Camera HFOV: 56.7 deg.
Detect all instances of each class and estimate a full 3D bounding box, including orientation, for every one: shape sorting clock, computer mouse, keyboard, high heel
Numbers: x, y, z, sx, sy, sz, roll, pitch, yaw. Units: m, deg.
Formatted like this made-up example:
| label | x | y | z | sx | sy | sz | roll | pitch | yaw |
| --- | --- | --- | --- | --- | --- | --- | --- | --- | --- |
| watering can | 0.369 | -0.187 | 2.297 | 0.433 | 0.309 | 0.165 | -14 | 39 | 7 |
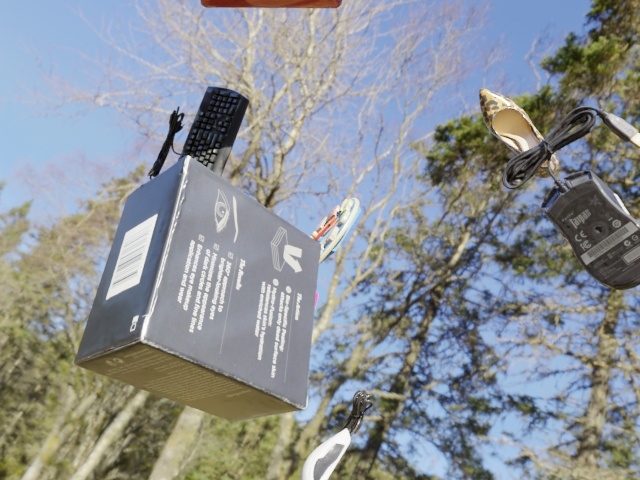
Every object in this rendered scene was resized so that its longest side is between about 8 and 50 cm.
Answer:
| label | x | y | z | sx | sy | sz | roll | pitch | yaw |
| --- | --- | --- | --- | --- | --- | --- | --- | --- | --- |
| shape sorting clock | 0.000 | 0.000 | 1.108 | 0.040 | 0.206 | 0.206 | 42 | -30 | -7 |
| computer mouse | 0.415 | -0.068 | 0.867 | 0.060 | 0.184 | 0.262 | 9 | 40 | -55 |
| computer mouse | 0.015 | 0.316 | 0.897 | 0.042 | 0.193 | 0.106 | 31 | -52 | 13 |
| keyboard | -0.279 | -0.180 | 1.249 | 0.202 | 0.317 | 0.033 | 14 | -11 | 30 |
| high heel | 0.472 | -0.265 | 1.419 | 0.093 | 0.186 | 0.261 | -39 | -86 | 15 |

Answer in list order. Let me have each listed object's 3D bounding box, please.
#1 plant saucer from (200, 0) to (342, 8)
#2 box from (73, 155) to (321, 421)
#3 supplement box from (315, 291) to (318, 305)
| label | x | y | z | sx | sy | sz | roll | pitch | yaw |
| --- | --- | --- | --- | --- | --- | --- | --- | --- | --- |
| plant saucer | -0.089 | -0.541 | 1.023 | 0.259 | 0.258 | 0.048 | 2 | 11 | 4 |
| box | -0.087 | 0.047 | 0.482 | 0.093 | 0.156 | 0.158 | -23 | -43 | 36 |
| supplement box | -0.116 | 0.081 | 0.943 | 0.111 | 0.114 | 0.220 | -10 | -43 | 35 |
